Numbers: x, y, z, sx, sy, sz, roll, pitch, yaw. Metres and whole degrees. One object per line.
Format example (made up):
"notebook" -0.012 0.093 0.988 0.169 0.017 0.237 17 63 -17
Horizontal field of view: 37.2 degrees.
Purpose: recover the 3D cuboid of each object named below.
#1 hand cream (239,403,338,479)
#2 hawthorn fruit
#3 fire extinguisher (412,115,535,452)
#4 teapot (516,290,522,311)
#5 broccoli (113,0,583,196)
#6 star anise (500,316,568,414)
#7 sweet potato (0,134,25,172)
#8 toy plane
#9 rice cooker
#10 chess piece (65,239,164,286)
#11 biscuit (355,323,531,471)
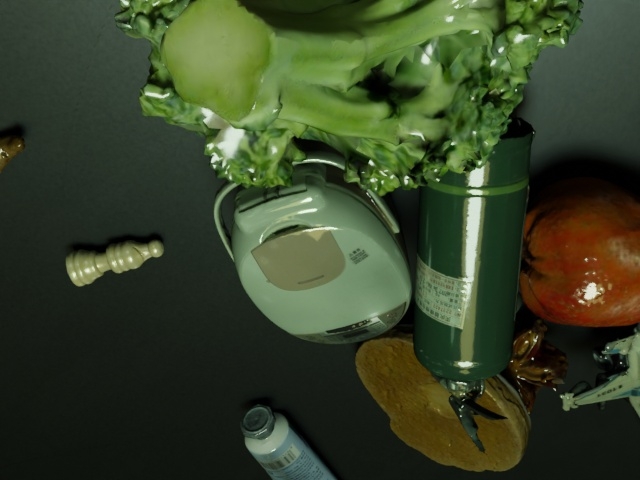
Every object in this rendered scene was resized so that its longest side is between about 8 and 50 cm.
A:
"hand cream" -0.026 0.282 1.131 0.088 0.055 0.256 -21 131 10
"hawthorn fruit" 0.240 0.013 0.817 0.138 0.133 0.133 1 133 -1
"fire extinguisher" 0.126 0.039 0.816 0.093 0.118 0.294 -14 118 -28
"teapot" 0.149 0.029 0.898 0.043 0.043 0.111 -24 125 23
"broccoli" 0.005 -0.148 0.626 0.260 0.235 0.288 14 133 -45
"star anise" 0.205 0.140 0.985 0.097 0.070 0.191 23 137 18
"sweet potato" -0.331 -0.031 0.859 0.050 0.050 0.214 30 121 -23
"toy plane" 0.327 0.141 0.961 0.192 0.088 0.262 -26 150 -3
"rice cooker" 0.000 0.000 0.821 0.145 0.127 0.206 -18 126 17
"chess piece" -0.193 0.016 0.906 0.092 0.035 0.035 -15 131 11
"biscuit" 0.128 0.158 0.975 0.181 0.049 0.208 -3 129 45
